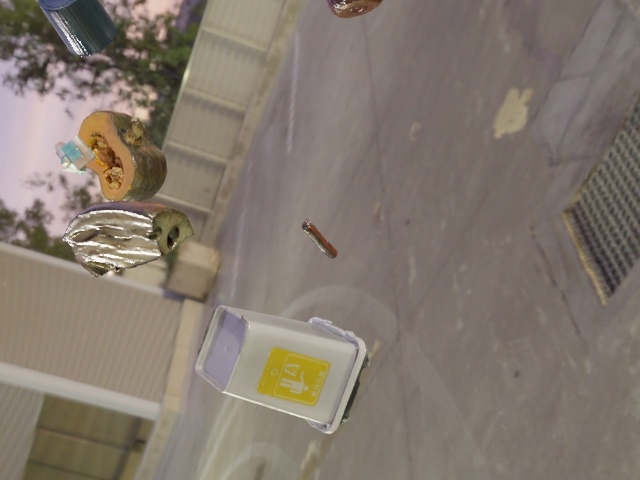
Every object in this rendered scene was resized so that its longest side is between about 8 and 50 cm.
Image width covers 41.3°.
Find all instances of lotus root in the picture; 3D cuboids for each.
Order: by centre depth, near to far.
[{"bbox_3d":[-0.456,-0.025,2.033,0.142,0.313,0.210,-60,-43,-45],"label":"lotus root"}]

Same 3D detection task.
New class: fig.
[{"bbox_3d":[0.080,-0.637,2.020,0.133,0.146,0.201,20,-113,-61],"label":"fig"}]

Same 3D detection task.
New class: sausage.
[{"bbox_3d":[0.000,0.000,1.654,0.198,0.025,0.028,48,-160,-65],"label":"sausage"}]

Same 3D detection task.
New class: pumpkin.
[{"bbox_3d":[-0.558,-0.249,2.428,0.222,0.139,0.317,-49,56,18],"label":"pumpkin"}]

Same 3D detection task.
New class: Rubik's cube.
[{"bbox_3d":[-0.535,-0.182,1.845,0.073,0.075,0.084,-40,-5,-7],"label":"Rubik's cube"}]

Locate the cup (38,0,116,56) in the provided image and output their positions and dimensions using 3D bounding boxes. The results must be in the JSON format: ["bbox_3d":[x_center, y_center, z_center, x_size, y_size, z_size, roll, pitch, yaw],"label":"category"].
[{"bbox_3d":[-0.524,-0.485,1.794,0.113,0.150,0.138,-47,-30,-13],"label":"cup"}]

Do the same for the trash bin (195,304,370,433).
[{"bbox_3d":[-0.105,0.292,2.074,0.296,0.367,0.256,24,93,56],"label":"trash bin"}]
